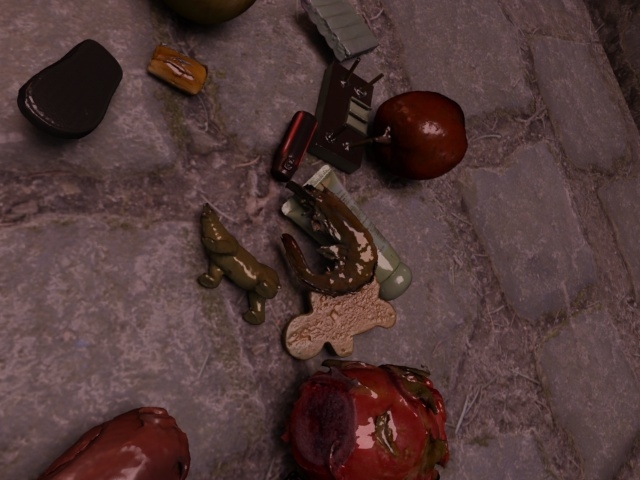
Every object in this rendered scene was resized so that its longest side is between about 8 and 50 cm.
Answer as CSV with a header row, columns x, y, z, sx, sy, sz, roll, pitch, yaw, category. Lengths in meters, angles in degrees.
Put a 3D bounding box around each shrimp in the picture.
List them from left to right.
x,y,z,sx,sy,sz,roll,pitch,yaw,category
0.000,0.000,0.963,0.253,0.058,0.173,43,78,4,shrimp

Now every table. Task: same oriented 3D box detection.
x,y,z,sx,sy,sz,roll,pitch,yaw,category
0.068,-0.292,1.124,0.122,0.111,0.240,23,62,-26,table

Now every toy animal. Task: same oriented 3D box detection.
x,y,z,sx,sy,sz,roll,pitch,yaw,category
-0.150,0.039,0.892,0.219,0.103,0.101,41,37,-14,toy animal

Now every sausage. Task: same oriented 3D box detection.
x,y,z,sx,sy,sz,roll,pitch,yaw,category
-0.294,0.339,0.648,0.280,0.152,0.152,-39,98,-37,sausage

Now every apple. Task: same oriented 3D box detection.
x,y,z,sx,sy,sz,roll,pitch,yaw,category
-0.222,-0.542,0.957,0.261,0.194,0.260,13,65,-31,apple

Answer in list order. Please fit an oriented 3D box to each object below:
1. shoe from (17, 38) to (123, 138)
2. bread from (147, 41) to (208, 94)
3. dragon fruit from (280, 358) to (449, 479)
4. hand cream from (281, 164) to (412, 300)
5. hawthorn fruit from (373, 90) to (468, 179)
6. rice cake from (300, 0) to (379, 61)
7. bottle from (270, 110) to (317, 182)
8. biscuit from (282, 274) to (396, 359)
x,y,z,sx,sy,sz,roll,pitch,yaw,category
-0.404,-0.231,0.805,0.108,0.093,0.241,48,31,-32,shoe
-0.265,-0.322,0.943,0.106,0.053,0.072,24,59,-20,bread
0.096,0.340,0.866,0.291,0.250,0.269,30,64,-41,dragon fruit
0.068,-0.003,1.043,0.306,0.093,0.147,48,70,-11,hand cream
0.218,-0.240,1.155,0.250,0.215,0.215,-9,80,-41,hawthorn fruit
0.051,-0.520,1.210,0.189,0.037,0.198,50,40,-13,rice cake
-0.056,-0.193,1.039,0.060,0.060,0.164,33,60,-22,bottle
0.030,0.150,0.974,0.234,0.030,0.153,-29,94,-21,biscuit
